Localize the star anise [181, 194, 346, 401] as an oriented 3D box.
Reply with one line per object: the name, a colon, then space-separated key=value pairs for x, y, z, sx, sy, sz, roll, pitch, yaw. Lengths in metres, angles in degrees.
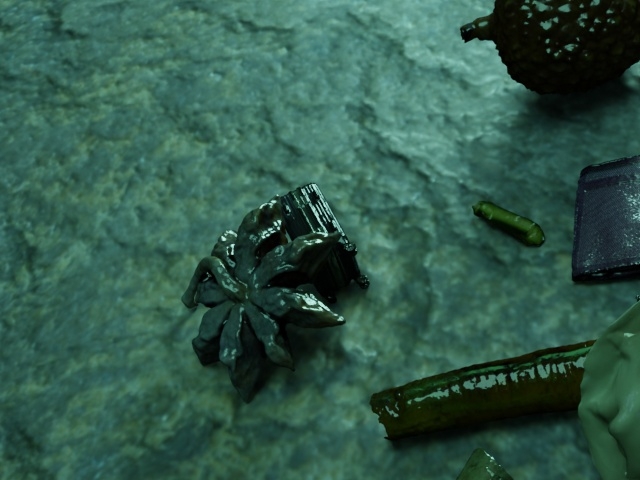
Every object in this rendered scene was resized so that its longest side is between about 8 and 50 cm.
star anise: x=-0.083 y=0.061 z=1.748 sx=0.262 sy=0.081 sz=0.230 roll=4 pitch=86 yaw=44

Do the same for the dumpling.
dumpling: x=0.311 y=0.163 z=1.449 sx=0.166 sy=0.215 sz=0.126 roll=-17 pitch=21 yaw=31

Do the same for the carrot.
carrot: x=0.179 y=0.153 z=1.590 sx=0.260 sy=0.070 sz=0.070 roll=-14 pitch=44 yaw=14

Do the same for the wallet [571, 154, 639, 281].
wallet: x=0.329 y=-0.026 z=1.720 sx=0.111 sy=0.030 sz=0.165 roll=-6 pitch=46 yaw=20

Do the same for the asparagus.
asparagus: x=0.206 y=-0.022 z=1.780 sx=0.025 sy=0.021 sz=0.108 roll=-44 pitch=46 yaw=-18

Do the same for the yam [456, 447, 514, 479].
yam: x=0.141 y=0.267 z=1.495 sx=0.070 sy=0.069 sz=0.146 roll=13 pitch=55 yaw=34

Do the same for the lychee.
lychee: x=0.282 y=-0.264 z=1.862 sx=0.238 sy=0.200 sz=0.200 roll=-5 pitch=45 yaw=4

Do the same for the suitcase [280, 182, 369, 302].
suitcase: x=0.000 y=0.000 z=1.803 sx=0.059 sy=0.086 sz=0.126 roll=-25 pitch=50 yaw=-4

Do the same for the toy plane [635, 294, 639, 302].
toy plane: x=0.372 y=0.049 z=1.623 sx=0.145 sy=0.037 sz=0.060 roll=-41 pitch=41 yaw=-18
